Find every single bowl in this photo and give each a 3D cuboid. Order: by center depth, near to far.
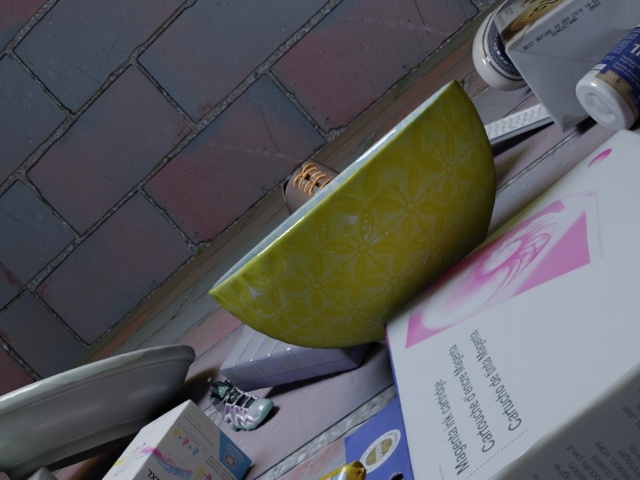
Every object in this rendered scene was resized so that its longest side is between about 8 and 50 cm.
[{"bbox_3d":[0.059,0.008,0.823,0.289,0.156,0.289,-41,4,3],"label":"bowl"}]

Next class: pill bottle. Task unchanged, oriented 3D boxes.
[{"bbox_3d":[0.309,-0.166,0.882,0.120,0.067,0.067,-44,9,-5],"label":"pill bottle"}]

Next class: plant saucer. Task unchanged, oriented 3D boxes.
[{"bbox_3d":[-0.362,0.270,1.356,0.401,0.100,0.400,-21,-11,-4],"label":"plant saucer"}]

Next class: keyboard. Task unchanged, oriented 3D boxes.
[{"bbox_3d":[0.218,-0.140,1.202,0.256,0.014,0.072,-19,23,44],"label":"keyboard"}]

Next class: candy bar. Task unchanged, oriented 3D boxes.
[{"bbox_3d":[-0.008,0.185,0.635,0.161,0.018,0.040,-49,15,56],"label":"candy bar"}]

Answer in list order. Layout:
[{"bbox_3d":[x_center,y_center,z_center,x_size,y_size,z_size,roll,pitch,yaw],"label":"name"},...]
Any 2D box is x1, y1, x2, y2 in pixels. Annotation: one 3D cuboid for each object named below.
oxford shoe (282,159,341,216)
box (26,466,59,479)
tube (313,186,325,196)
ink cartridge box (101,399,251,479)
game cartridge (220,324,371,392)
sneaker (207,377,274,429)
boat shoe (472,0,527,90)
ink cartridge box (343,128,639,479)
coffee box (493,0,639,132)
[{"bbox_3d":[0.003,-0.061,1.514,0.130,0.132,0.364,-44,9,-12],"label":"oxford shoe"},{"bbox_3d":[-0.370,0.386,1.121,0.113,0.094,0.275,-42,8,2],"label":"box"},{"bbox_3d":[0.000,0.000,1.332,0.080,0.052,0.207,-42,-16,-29],"label":"tube"},{"bbox_3d":[-0.149,0.239,0.861,0.090,0.092,0.143,-35,13,37],"label":"ink cartridge box"},{"bbox_3d":[0.038,0.017,1.077,0.230,0.068,0.355,-29,24,53],"label":"game cartridge"},{"bbox_3d":[-0.096,0.174,1.015,0.038,0.069,0.098,-49,11,-35],"label":"sneaker"},{"bbox_3d":[0.365,-0.364,1.386,0.340,0.127,0.158,-47,2,-32],"label":"boat shoe"},{"bbox_3d":[0.121,0.072,0.566,0.330,0.071,0.324,-40,9,8],"label":"ink cartridge box"},{"bbox_3d":[0.309,-0.248,1.083,0.168,0.119,0.297,-34,11,18],"label":"coffee box"}]
